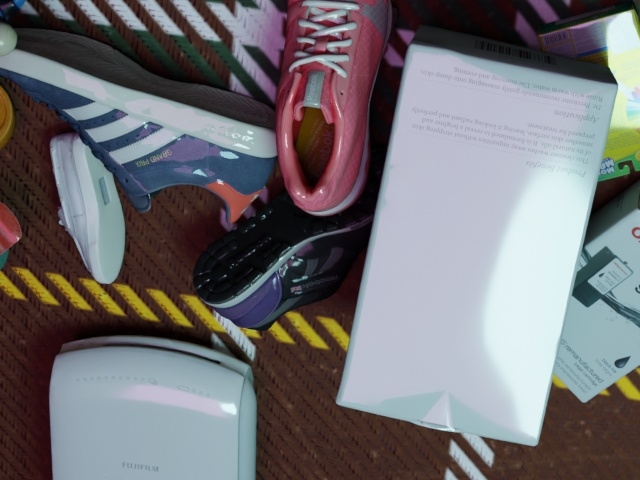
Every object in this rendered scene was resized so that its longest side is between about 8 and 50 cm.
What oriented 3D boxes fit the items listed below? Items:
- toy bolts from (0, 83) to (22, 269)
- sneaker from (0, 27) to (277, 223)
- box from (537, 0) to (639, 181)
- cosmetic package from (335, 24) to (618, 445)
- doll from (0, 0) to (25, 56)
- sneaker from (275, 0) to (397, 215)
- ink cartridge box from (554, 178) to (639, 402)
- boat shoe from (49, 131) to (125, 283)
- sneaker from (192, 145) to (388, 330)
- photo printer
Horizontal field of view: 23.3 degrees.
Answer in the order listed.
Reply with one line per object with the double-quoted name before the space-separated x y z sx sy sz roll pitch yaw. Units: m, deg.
"toy bolts" -0.429 -0.063 1.792 0.218 0.158 0.228 -37 95 -18
"sneaker" -0.222 -0.118 1.699 0.350 0.131 0.148 21 113 0
"box" 0.303 -0.153 1.637 0.105 0.043 0.179 -13 110 15
"cosmetic package" 0.158 -0.005 1.583 0.217 0.156 0.385 13 106 4
"doll" -0.355 -0.277 1.640 0.129 0.046 0.189 -24 70 20
"sneaker" 0.012 -0.176 1.601 0.116 0.136 0.314 4 98 9
"ink cartridge box" 0.322 0.056 1.700 0.153 0.087 0.208 45 118 -9
"boat shoe" -0.274 -0.038 1.788 0.063 0.066 0.184 2 119 25
"sneaker" 0.000 0.000 1.751 0.283 0.107 0.124 -31 141 10
"photo printer" -0.203 0.259 1.888 0.256 0.107 0.307 7 116 7
